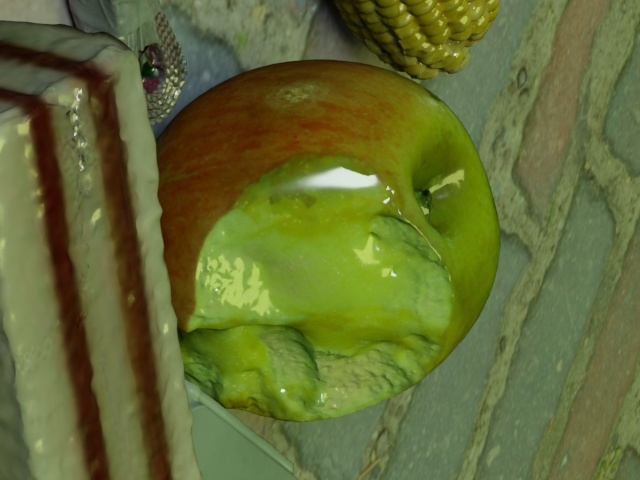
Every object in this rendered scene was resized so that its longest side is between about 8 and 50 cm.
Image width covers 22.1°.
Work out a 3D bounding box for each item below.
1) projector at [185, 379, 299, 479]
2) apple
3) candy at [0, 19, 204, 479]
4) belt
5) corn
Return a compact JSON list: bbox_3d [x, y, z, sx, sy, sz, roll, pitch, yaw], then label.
[{"bbox_3d":[-0.132,0.232,1.138,0.198,0.108,0.250,47,62,-54],"label":"projector"},{"bbox_3d":[0.000,0.000,1.108,0.246,0.226,0.246,16,71,-57],"label":"apple"},{"bbox_3d":[-0.181,0.043,0.905,0.135,0.179,0.321,-39,135,-44],"label":"candy"},{"bbox_3d":[-0.134,-0.168,1.000,0.071,0.053,0.232,-46,142,-35],"label":"belt"},{"bbox_3d":[0.043,-0.245,1.185,0.130,0.130,0.347,-59,143,-23],"label":"corn"}]
